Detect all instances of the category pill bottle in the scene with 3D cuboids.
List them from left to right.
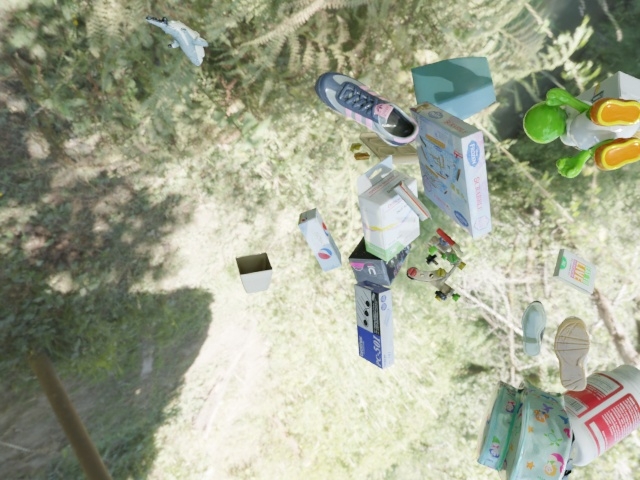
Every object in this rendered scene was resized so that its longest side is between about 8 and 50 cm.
[{"bbox_3d":[1.043,0.636,1.739,0.407,0.229,0.229,-24,155,-15],"label":"pill bottle"}]

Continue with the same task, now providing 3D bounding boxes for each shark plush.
[{"bbox_3d":[-0.339,-0.483,1.113,0.067,0.073,0.161,-51,154,15],"label":"shark plush"}]

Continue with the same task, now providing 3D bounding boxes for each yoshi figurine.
[{"bbox_3d":[0.637,-0.286,1.184,0.203,0.203,0.362,-54,-172,18],"label":"yoshi figurine"}]

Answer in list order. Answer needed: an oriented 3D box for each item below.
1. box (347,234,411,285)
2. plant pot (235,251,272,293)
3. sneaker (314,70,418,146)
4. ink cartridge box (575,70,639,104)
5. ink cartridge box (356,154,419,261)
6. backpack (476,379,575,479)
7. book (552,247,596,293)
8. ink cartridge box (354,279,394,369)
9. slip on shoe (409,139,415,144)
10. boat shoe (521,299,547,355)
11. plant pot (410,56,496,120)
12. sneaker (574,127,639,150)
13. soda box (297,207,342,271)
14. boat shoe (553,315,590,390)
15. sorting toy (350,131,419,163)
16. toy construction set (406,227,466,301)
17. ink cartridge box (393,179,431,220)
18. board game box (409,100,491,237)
[{"bbox_3d":[0.259,0.052,1.983,0.270,0.165,0.143,-53,132,-42],"label":"box"},{"bbox_3d":[-0.220,0.115,1.554,0.109,0.109,0.096,-9,123,-14],"label":"plant pot"},{"bbox_3d":[0.137,-0.371,1.279,0.112,0.319,0.131,-64,-165,1],"label":"sneaker"},{"bbox_3d":[0.955,-0.441,1.531,0.128,0.127,0.176,13,164,-17],"label":"ink cartridge box"},{"bbox_3d":[0.262,-0.119,1.757,0.207,0.119,0.353,-38,136,-24],"label":"ink cartridge box"},{"bbox_3d":[0.451,0.439,1.021,0.253,0.191,0.225,-12,117,-75],"label":"backpack"},{"bbox_3d":[0.808,0.098,1.475,0.035,0.144,0.096,-20,-132,68],"label":"book"},{"bbox_3d":[0.138,0.214,1.187,0.046,0.097,0.207,-15,108,-32],"label":"ink cartridge box"},{"bbox_3d":[0.412,-0.479,2.250,0.135,0.051,0.041,-7,177,30],"label":"slip on shoe"},{"bbox_3d":[0.768,0.307,1.675,0.068,0.081,0.228,-43,134,-52],"label":"boat shoe"},{"bbox_3d":[0.439,-0.491,1.521,0.234,0.166,0.165,-14,159,21],"label":"plant pot"},{"bbox_3d":[0.868,-0.342,1.399,0.112,0.296,0.131,38,90,-25],"label":"sneaker"},{"bbox_3d":[0.000,0.000,1.566,0.069,0.074,0.216,-20,122,14],"label":"soda box"},{"bbox_3d":[0.795,0.342,1.471,0.096,0.098,0.277,-47,132,-50],"label":"boat shoe"},{"bbox_3d":[0.259,-0.392,1.997,0.307,0.229,0.041,-8,134,-22],"label":"sorting toy"},{"bbox_3d":[0.527,0.114,1.926,0.257,0.237,0.309,-36,157,-19],"label":"toy construction set"},{"bbox_3d":[0.294,-0.122,1.495,0.045,0.145,0.179,-41,-177,17],"label":"ink cartridge box"},{"bbox_3d":[0.381,-0.216,1.375,0.066,0.319,0.318,-22,124,-4],"label":"board game box"}]
